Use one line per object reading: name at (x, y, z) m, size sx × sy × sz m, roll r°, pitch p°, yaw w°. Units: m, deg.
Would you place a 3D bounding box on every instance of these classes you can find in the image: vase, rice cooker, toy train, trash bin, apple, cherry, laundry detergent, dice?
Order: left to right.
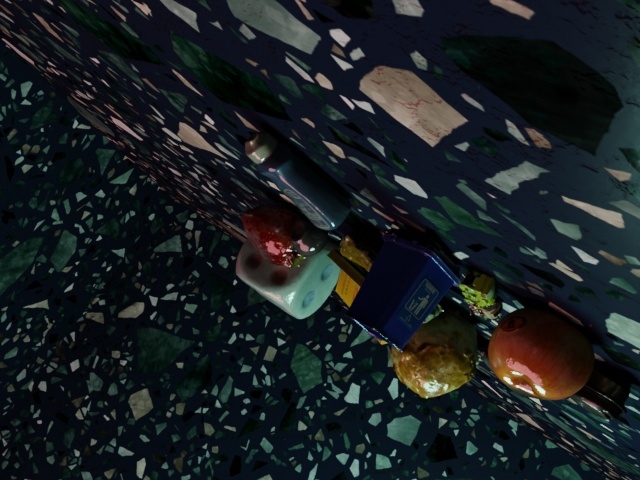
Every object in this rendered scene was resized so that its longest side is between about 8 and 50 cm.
cherry at (-0.138, -0.024, 2.174) m, size 0.250 × 0.175 × 0.192 m, roll 31°, pitch 173°, yaw 8°
dice at (-0.106, 0.091, 2.396) m, size 0.268 × 0.262 × 0.264 m, roll 30°, pitch 170°, yaw 25°
laundry detergent at (-0.059, -0.144, 1.576) m, size 0.290 × 0.094 × 0.143 m, roll 44°, pitch 174°, yaw -30°
vase at (0.000, 0.000, 2.054) m, size 0.183 × 0.120 × 0.120 m, roll 24°, pitch 179°, yaw -38°
trash bin at (0.170, 0.104, 1.541) m, size 0.184 × 0.234 × 0.162 m, roll 23°, pitch 166°, yaw 49°
toy train at (0.364, 0.132, 1.576) m, size 0.085 × 0.053 × 0.249 m, roll 24°, pitch 168°, yaw 26°
apple at (0.448, 0.234, 1.448) m, size 0.209 × 0.164 × 0.209 m, roll 32°, pitch 168°, yaw 7°
rice cooker at (0.604, 0.326, 1.558) m, size 0.112 × 0.106 × 0.165 m, roll 41°, pitch 165°, yaw -35°

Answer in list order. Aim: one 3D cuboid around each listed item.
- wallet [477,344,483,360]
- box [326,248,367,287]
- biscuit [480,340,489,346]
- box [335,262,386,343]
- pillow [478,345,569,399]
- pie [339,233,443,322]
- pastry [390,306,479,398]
wallet at (0.380, 0.308, 2.221) m, size 0.335 × 0.068 × 0.275 m, roll 25°, pitch -172°, yaw 34°
box at (0.105, 0.099, 1.953) m, size 0.193 × 0.030 × 0.121 m, roll 44°, pitch -175°, yaw 9°
biscuit at (0.526, 0.332, 2.120) m, size 0.087 × 0.027 × 0.089 m, roll 38°, pitch 170°, yaw -16°
box at (0.140, 0.173, 2.132) m, size 0.043 × 0.152 × 0.269 m, roll -9°, pitch -143°, yaw -29°
pillow at (0.563, 0.372, 1.944) m, size 0.186 × 0.106 × 0.250 m, roll 14°, pitch 161°, yaw 46°
pie at (0.178, 0.096, 1.872) m, size 0.296 × 0.078 × 0.371 m, roll 38°, pitch 178°, yaw 35°
pastry at (0.310, 0.301, 1.984) m, size 0.237 × 0.256 × 0.170 m, roll -86°, pitch -27°, yaw -49°
